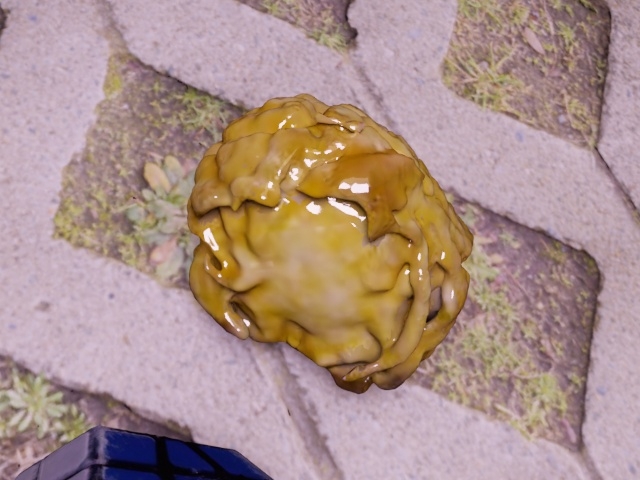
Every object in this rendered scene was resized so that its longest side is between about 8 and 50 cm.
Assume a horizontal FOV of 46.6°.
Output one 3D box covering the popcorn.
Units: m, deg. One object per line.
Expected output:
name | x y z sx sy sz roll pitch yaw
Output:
popcorn | 0.000 0.000 0.609 0.250 0.250 0.190 37 50 5

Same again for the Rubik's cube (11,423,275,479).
Rubik's cube | -0.114 0.275 0.451 0.319 0.319 0.264 26 93 0
